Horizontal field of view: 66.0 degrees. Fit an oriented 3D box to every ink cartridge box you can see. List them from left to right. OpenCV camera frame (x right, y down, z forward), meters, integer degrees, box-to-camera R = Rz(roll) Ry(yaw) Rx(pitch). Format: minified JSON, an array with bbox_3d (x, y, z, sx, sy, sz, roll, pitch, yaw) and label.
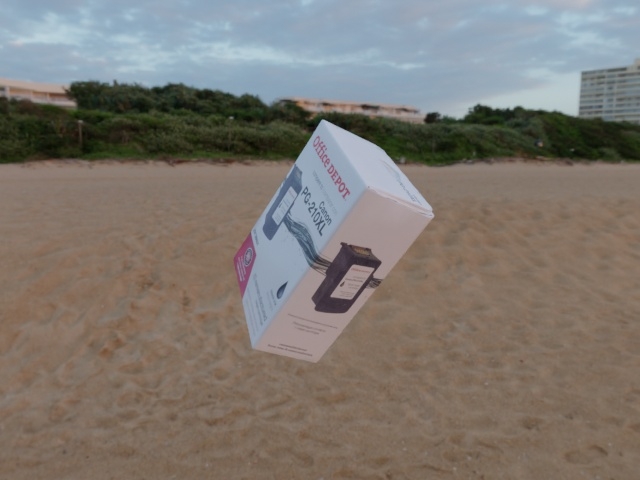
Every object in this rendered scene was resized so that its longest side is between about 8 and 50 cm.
[{"bbox_3d":[0.000,0.000,0.598,0.100,0.237,0.172,21,27,-31],"label":"ink cartridge box"}]
